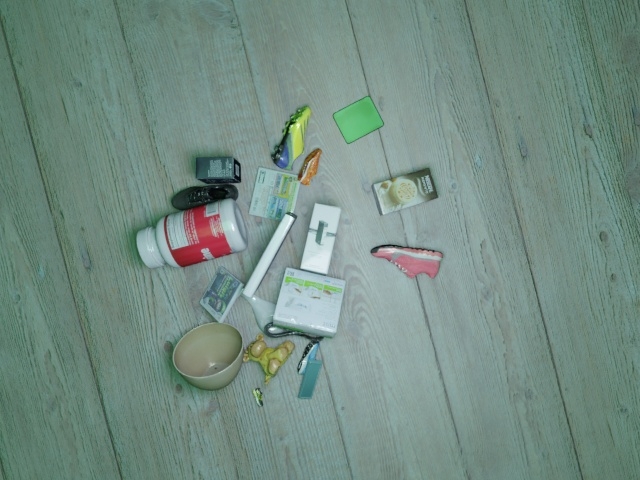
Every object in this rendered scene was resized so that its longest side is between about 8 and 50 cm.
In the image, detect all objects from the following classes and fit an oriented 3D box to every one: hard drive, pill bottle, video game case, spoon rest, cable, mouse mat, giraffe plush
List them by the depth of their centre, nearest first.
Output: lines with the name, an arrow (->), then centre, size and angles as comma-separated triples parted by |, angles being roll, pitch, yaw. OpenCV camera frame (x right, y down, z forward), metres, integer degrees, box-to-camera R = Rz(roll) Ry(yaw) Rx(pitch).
hard drive -> -0.202, 0.048, 1.703 | 0.047, 0.233, 0.353 | 28, 95, -3
pill bottle -> -0.526, -0.017, 1.718 | 0.407, 0.229, 0.229 | -15, 91, 0
video game case -> -0.426, 0.228, 1.773 | 0.173, 0.022, 0.190 | 30, 90, 39
giraffe plush -> -0.235, 0.487, 1.778 | 0.170, 0.181, 0.210 | 36, 125, 9
cable -> -0.096, 0.383, 1.799 | 0.287, 0.072, 0.140 | -12, 105, -4
spoon rest -> -0.255, 0.304, 1.808 | 0.137, 0.084, 0.276 | -44, 104, 2
video game case -> -0.198, -0.198, 1.819 | 0.193, 0.023, 0.213 | 12, 90, 0
mouse mat -> 0.166, -0.531, 1.824 | 0.189, 0.007, 0.153 | -27, 91, 1

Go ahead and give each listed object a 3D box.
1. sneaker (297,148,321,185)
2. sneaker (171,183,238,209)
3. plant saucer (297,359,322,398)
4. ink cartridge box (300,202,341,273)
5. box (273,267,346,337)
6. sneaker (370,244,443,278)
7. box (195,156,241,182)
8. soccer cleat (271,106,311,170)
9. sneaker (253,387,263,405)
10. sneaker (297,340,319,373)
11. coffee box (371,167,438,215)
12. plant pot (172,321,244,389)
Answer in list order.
sneaker -> -0.039, -0.320, 1.807 | 0.067, 0.064, 0.175 | 32, 83, -36
sneaker -> -0.501, -0.192, 1.765 | 0.286, 0.130, 0.109 | -13, 93, 1
plant saucer -> -0.044, 0.608, 1.804 | 0.067, 0.018, 0.192 | 11, 105, -18
ink cartridge box -> 0.000, 0.000, 1.720 | 0.114, 0.197, 0.273 | 13, 83, 0
box -> -0.045, 0.262, 1.730 | 0.261, 0.127, 0.231 | 12, 64, -1
sneaker -> 0.368, 0.094, 1.779 | 0.313, 0.116, 0.136 | 7, 92, 0
box -> -0.428, -0.294, 1.750 | 0.158, 0.156, 0.093 | -2, 90, 0
soccer cleat -> -0.107, -0.439, 1.797 | 0.121, 0.093, 0.289 | 29, 86, -31
sneaker -> -0.268, 0.690, 1.826 | 0.035, 0.031, 0.083 | -25, 91, 0
sneaker -> -0.040, 0.516, 1.820 | 0.073, 0.063, 0.162 | 23, 97, -16
coffee box -> 0.359, -0.209, 1.782 | 0.246, 0.098, 0.141 | -18, 91, 0
plant pot -> -0.448, 0.511, 1.730 | 0.284, 0.284, 0.191 | -5, 126, 0
